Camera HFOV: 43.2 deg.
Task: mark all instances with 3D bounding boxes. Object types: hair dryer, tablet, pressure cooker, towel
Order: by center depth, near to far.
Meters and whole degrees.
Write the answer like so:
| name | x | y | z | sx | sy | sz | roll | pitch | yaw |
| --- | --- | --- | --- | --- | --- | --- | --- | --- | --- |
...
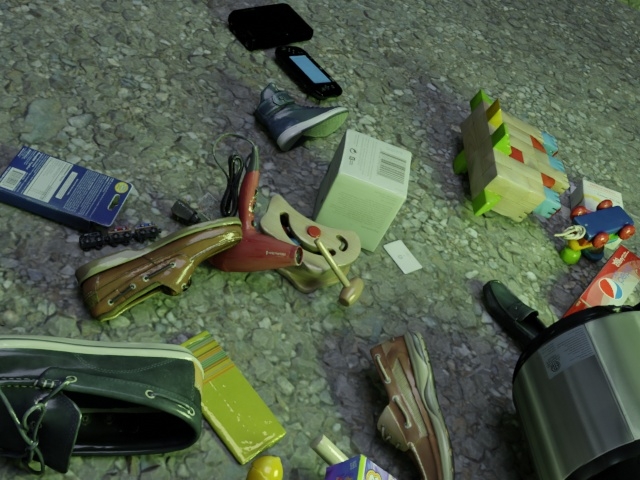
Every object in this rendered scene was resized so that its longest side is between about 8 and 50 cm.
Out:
| name | x | y | z | sx | sy | sz | roll | pitch | yaw |
| --- | --- | --- | --- | --- | --- | --- | --- | --- | --- |
| pressure cooker | 0.533 | 0.361 | 1.348 | 0.376 | 0.369 | 0.420 | 3 | 41 | -9 |
| towel | -0.167 | 0.264 | 1.374 | 0.102 | 0.021 | 0.237 | -28 | 66 | -34 |
| hair dryer | -0.149 | -0.045 | 1.533 | 0.293 | 0.223 | 0.080 | 44 | 20 | 15 |
| tablet | 0.179 | 0.035 | 1.757 | 0.054 | 0.006 | 0.083 | -17 | 58 | -36 |

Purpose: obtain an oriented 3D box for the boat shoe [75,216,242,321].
| name | x | y | z | sx | sy | sz | roll | pitch | yaw |
| --- | --- | --- | --- | --- | --- | --- | --- | --- | --- |
| boat shoe | -0.271 | 0.053 | 1.440 | 0.307 | 0.110 | 0.104 | -22 | 77 | -13 |

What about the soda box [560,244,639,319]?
| name | x | y | z | sx | sy | sz | roll | pitch | yaw |
| --- | --- | --- | --- | --- | --- | --- | --- | --- | --- |
| soda box | 0.650 | 0.117 | 1.838 | 0.083 | 0.092 | 0.263 | 39 | 45 | 15 |

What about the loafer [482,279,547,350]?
| name | x | y | z | sx | sy | sz | roll | pitch | yaw |
| --- | --- | --- | --- | --- | --- | --- | --- | --- | --- |
| loafer | 0.427 | 0.164 | 1.700 | 0.076 | 0.078 | 0.223 | -13 | 56 | -34 |

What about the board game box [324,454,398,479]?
| name | x | y | z | sx | sy | sz | roll | pitch | yaw |
| --- | --- | --- | --- | --- | --- | --- | --- | --- | --- |
| board game box | 0.088 | 0.519 | 1.146 | 0.233 | 0.078 | 0.347 | 39 | 39 | -24 |

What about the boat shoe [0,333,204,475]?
| name | x | y | z | sx | sy | sz | roll | pitch | yaw |
| --- | --- | --- | --- | --- | --- | --- | --- | --- | --- |
| boat shoe | -0.398 | 0.245 | 1.167 | 0.501 | 0.186 | 0.156 | 4 | 42 | -29 |

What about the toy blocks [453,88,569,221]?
| name | x | y | z | sx | sy | sz | roll | pitch | yaw |
| --- | --- | --- | --- | --- | --- | --- | --- | --- | --- |
| toy blocks | 0.494 | -0.177 | 2.003 | 0.261 | 0.190 | 0.381 | 23 | 42 | -20 |

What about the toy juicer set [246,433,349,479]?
| name | x | y | z | sx | sy | sz | roll | pitch | yaw |
| --- | --- | --- | --- | --- | --- | --- | --- | --- | --- |
| toy juicer set | -0.036 | 0.413 | 1.226 | 0.329 | 0.089 | 0.209 | -26 | 84 | -53 |

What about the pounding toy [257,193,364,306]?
| name | x | y | z | sx | sy | sz | roll | pitch | yaw |
| --- | --- | --- | --- | --- | --- | --- | --- | --- | --- |
| pounding toy | 0.000 | 0.000 | 1.599 | 0.269 | 0.154 | 0.154 | 40 | 48 | 11 |

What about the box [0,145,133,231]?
| name | x | y | z | sx | sy | sz | roll | pitch | yaw |
| --- | --- | --- | --- | --- | --- | --- | --- | --- | --- |
| box | -0.487 | -0.094 | 1.539 | 0.225 | 0.036 | 0.136 | 19 | 42 | -3 |

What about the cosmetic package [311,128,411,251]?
| name | x | y | z | sx | sy | sz | roll | pitch | yaw |
| --- | --- | --- | --- | --- | --- | --- | --- | --- | --- |
| cosmetic package | 0.085 | -0.104 | 1.715 | 0.152 | 0.183 | 0.151 | 20 | 44 | -8 |

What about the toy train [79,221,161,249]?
| name | x | y | z | sx | sy | sz | roll | pitch | yaw |
| --- | --- | --- | --- | --- | --- | --- | --- | --- | --- |
| toy train | -0.378 | -0.010 | 1.526 | 0.158 | 0.027 | 0.036 | -10 | 42 | -31 |

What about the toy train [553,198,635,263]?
| name | x | y | z | sx | sy | sz | roll | pitch | yaw |
| --- | --- | --- | --- | --- | --- | --- | --- | --- | --- |
| toy train | 0.606 | 0.002 | 1.899 | 0.248 | 0.143 | 0.105 | -14 | 55 | -27 |

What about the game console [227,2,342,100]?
| name | x | y | z | sx | sy | sz | roll | pitch | yaw |
| --- | --- | --- | --- | --- | --- | --- | --- | --- | --- |
| game console | -0.069 | -0.493 | 2.108 | 0.213 | 0.044 | 0.361 | -23 | 62 | -38 |

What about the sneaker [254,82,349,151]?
| name | x | y | z | sx | sy | sz | roll | pitch | yaw |
| --- | --- | --- | --- | --- | --- | --- | --- | --- | --- |
| sneaker | -0.051 | -0.314 | 1.917 | 0.226 | 0.086 | 0.163 | -25 | 66 | -38 |

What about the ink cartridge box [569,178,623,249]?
| name | x | y | z | sx | sy | sz | roll | pitch | yaw |
| --- | --- | --- | --- | --- | --- | --- | --- | --- | --- |
| ink cartridge box | 0.708 | -0.081 | 2.069 | 0.115 | 0.067 | 0.198 | 19 | 44 | -7 |

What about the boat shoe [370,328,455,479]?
| name | x | y | z | sx | sy | sz | roll | pitch | yaw |
| --- | --- | --- | --- | --- | --- | --- | --- | --- | --- |
| boat shoe | 0.160 | 0.320 | 1.421 | 0.117 | 0.123 | 0.324 | -14 | 60 | 6 |
